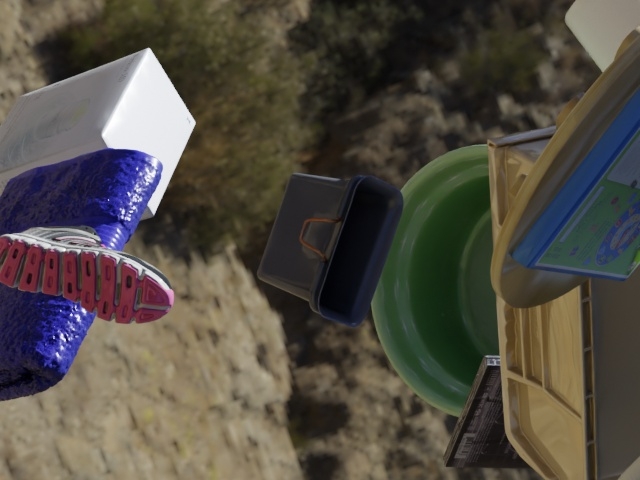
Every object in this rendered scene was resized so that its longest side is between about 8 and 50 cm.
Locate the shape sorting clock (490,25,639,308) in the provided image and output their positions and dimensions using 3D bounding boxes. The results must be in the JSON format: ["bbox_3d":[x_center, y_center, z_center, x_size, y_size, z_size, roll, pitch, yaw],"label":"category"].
[{"bbox_3d":[0.157,-0.049,0.705,0.040,0.206,0.206,44,5,28],"label":"shape sorting clock"}]

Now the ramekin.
[{"bbox_3d":[0.218,0.049,1.612,0.148,0.303,0.303,4,63,-49],"label":"ramekin"}]

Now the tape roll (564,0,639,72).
[{"bbox_3d":[0.395,-0.276,1.470,0.100,0.286,0.286,54,16,8],"label":"tape roll"}]

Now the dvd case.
[{"bbox_3d":[0.250,0.178,1.450,0.018,0.221,0.164,-99,-163,-45],"label":"dvd case"}]

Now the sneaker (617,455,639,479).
[{"bbox_3d":[0.235,0.132,0.653,0.126,0.321,0.127,47,-9,49],"label":"sneaker"}]

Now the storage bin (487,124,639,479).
[{"bbox_3d":[0.274,0.038,1.046,0.123,0.262,0.260,-139,-141,-61],"label":"storage bin"}]

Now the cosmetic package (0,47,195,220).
[{"bbox_3d":[-0.314,-0.116,1.887,0.138,0.225,0.224,61,26,-29],"label":"cosmetic package"}]

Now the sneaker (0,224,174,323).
[{"bbox_3d":[-0.201,0.023,1.252,0.075,0.170,0.063,-46,147,-63],"label":"sneaker"}]

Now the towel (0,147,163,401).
[{"bbox_3d":[-0.305,0.032,1.482,0.076,0.228,0.308,50,40,-31],"label":"towel"}]

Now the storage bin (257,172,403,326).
[{"bbox_3d":[0.000,0.000,1.314,0.098,0.091,0.135,23,84,-54],"label":"storage bin"}]
